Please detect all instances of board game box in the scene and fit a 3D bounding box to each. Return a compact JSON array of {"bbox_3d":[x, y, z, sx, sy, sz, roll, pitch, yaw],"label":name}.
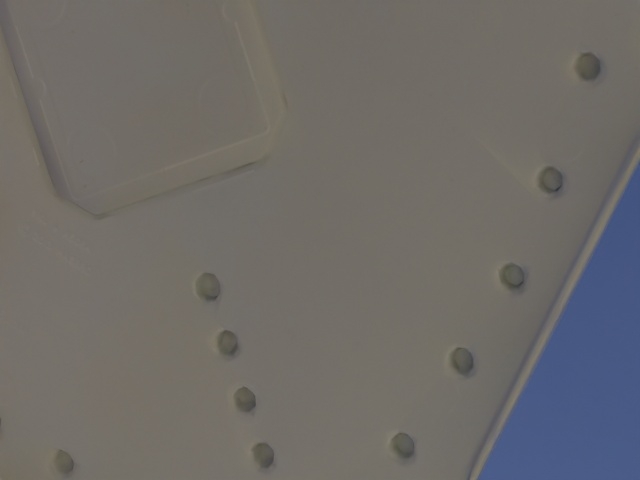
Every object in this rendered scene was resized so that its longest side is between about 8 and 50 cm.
[{"bbox_3d":[-0.062,-0.076,0.784,0.050,0.390,0.390,-19,-43,-61],"label":"board game box"}]
